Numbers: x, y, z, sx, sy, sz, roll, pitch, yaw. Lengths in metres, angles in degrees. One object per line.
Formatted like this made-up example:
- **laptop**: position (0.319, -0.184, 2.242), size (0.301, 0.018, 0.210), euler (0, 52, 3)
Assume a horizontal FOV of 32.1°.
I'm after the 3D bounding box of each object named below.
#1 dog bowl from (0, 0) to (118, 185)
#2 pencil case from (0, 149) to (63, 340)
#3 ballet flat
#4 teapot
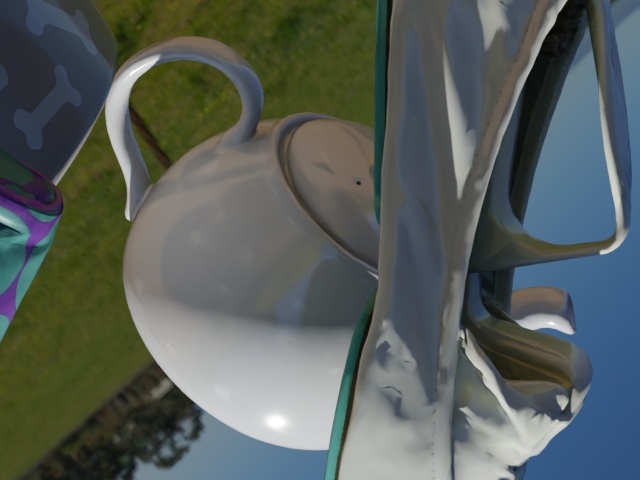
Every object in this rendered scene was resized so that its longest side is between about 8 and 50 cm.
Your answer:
- **dog bowl**: position (-0.246, -0.033, 0.558), size (0.349, 0.102, 0.348), euler (-31, -151, 20)
- **pencil case**: position (-0.149, 0.033, 0.391), size (0.064, 0.070, 0.151), euler (18, 105, -56)
- **ballet flat**: position (0.082, 0.019, 0.557), size (0.139, 0.139, 0.400), euler (-39, 136, -72)
- **teapot**: position (0.000, 0.000, 0.750), size (0.256, 0.252, 0.187), euler (2, 139, -44)
